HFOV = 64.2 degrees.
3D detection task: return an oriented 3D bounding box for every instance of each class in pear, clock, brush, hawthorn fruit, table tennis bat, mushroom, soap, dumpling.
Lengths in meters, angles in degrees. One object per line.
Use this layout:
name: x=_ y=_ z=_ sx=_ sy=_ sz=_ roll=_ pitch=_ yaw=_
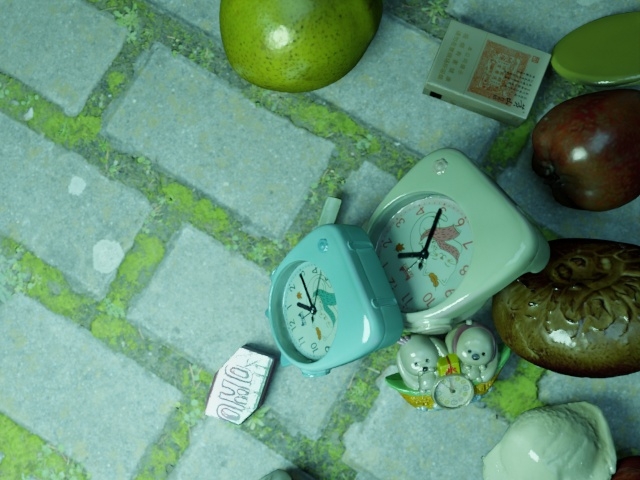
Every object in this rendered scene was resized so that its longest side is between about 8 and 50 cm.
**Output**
pear: x=-0.044 y=-0.398 z=0.905 sx=0.294 sy=0.294 sz=0.294 roll=0 pitch=85 yaw=4
clock: x=0.001 y=0.117 z=0.889 sx=0.274 sy=0.094 sz=0.224 roll=-39 pitch=61 yaw=41
brush: x=0.000 y=0.000 z=0.983 sx=0.033 sy=0.030 sz=0.179 roll=19 pitch=97 yaw=-2
clock: x=0.224 y=0.214 z=0.896 sx=0.230 sy=0.103 sz=0.144 roll=-15 pitch=109 yaw=2
hawthorn fruit: x=0.496 y=-0.172 z=0.873 sx=0.248 sy=0.208 sz=0.208 roll=-36 pitch=83 yaw=8
table tennis bat: x=0.588 y=-0.384 z=0.928 sx=0.368 sy=0.054 sz=0.224 roll=-38 pitch=43 yaw=-13
mushroom: x=0.429 y=0.095 z=0.829 sx=0.297 sy=0.278 sz=0.163 roll=2 pitch=116 yaw=38
soap: x=-0.151 y=0.273 z=0.952 sx=0.100 sy=0.056 sz=0.149 roll=19 pitch=86 yaw=8
dumpling: x=0.396 y=0.369 z=0.858 sx=0.215 sy=0.126 sz=0.166 roll=-15 pitch=40 yaw=-11
clock: x=0.188 y=0.024 z=0.872 sx=0.324 sy=0.108 sz=0.265 roll=-45 pitch=51 yaw=22

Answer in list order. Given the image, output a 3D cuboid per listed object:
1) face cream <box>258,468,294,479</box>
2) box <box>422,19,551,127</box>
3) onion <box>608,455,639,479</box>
face cream: x=-0.080 y=0.522 z=0.851 sx=0.201 sy=0.201 sz=0.187 roll=-42 pitch=84 yaw=-1
box: x=0.314 y=-0.317 z=0.974 sx=0.201 sy=0.058 sz=0.141 roll=23 pitch=87 yaw=5
onion: x=0.533 y=0.476 z=0.819 sx=0.248 sy=0.161 sz=0.248 roll=8 pitch=73 yaw=-27
